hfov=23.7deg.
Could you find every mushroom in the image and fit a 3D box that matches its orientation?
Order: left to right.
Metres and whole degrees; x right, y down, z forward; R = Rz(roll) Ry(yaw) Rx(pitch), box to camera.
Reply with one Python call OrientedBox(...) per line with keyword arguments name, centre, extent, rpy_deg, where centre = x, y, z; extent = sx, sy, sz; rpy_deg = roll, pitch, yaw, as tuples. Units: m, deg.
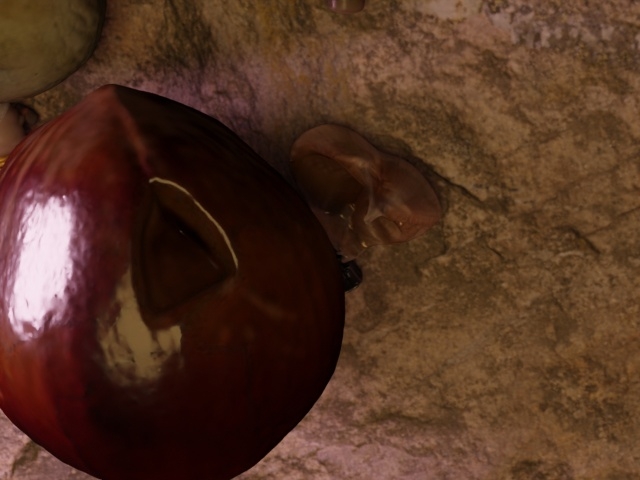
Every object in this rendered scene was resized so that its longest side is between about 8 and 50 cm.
OrientedBox(name="mushroom", centre=(-0.313, -0.276, 1.579), extent=(0.164, 0.189, 0.267), rpy_deg=(-11, 108, 0))

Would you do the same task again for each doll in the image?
OrientedBox(name="doll", centre=(-0.359, -0.133, 1.713), extent=(0.084, 0.073, 0.127), rpy_deg=(-25, 112, -15))

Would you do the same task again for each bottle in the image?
OrientedBox(name="bottle", centre=(0.027, -0.287, 1.586), extent=(0.045, 0.045, 0.096), rpy_deg=(7, 115, 8))

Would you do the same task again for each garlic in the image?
OrientedBox(name="garlic", centre=(0.043, -0.057, 1.639), extent=(0.174, 0.124, 0.099), rpy_deg=(40, 148, 1))

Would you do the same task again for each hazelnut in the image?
OrientedBox(name="hazelnut", centre=(-0.162, 0.051, 1.564), extent=(0.402, 0.429, 0.402), rpy_deg=(-5, 102, -21))

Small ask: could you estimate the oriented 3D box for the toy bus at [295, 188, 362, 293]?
OrientedBox(name="toy bus", centre=(0.000, 0.000, 1.700), extent=(0.037, 0.052, 0.130), rpy_deg=(-31, 105, 15))
